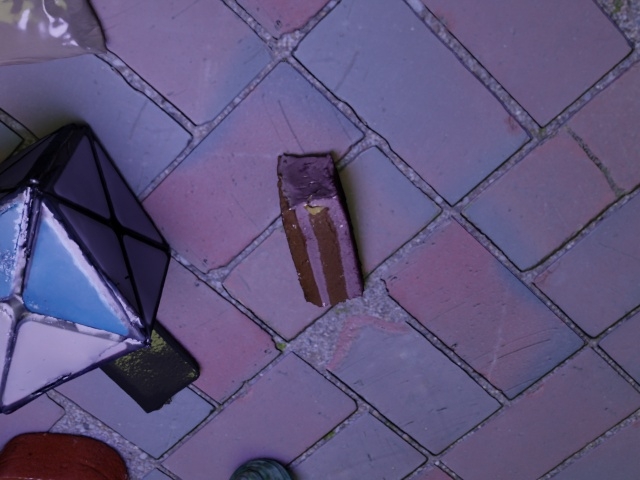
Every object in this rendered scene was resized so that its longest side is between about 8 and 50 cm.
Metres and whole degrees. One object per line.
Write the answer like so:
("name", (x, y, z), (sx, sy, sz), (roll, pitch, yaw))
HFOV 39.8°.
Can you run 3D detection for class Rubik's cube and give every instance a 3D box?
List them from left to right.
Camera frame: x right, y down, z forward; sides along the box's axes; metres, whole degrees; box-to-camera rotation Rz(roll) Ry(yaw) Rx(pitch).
("Rubik's cube", (-0.450, 0.038, 1.394), (0.307, 0.310, 0.305), (-26, 117, 10))

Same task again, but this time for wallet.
("wallet", (-0.341, 0.209, 1.641), (0.149, 0.044, 0.250), (-36, 113, 12))

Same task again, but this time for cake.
("cake", (-0.519, 0.487, 1.725), (0.283, 0.151, 0.177), (3, 122, 3))
("cake", (0.000, 0.000, 1.504), (0.116, 0.113, 0.295), (-11, 124, 7))

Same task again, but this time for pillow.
("pillow", (-0.473, -0.343, 1.328), (0.270, 0.067, 0.173), (-8, 124, 3))

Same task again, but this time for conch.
("conch", (-0.129, 0.523, 1.770), (0.176, 0.122, 0.188), (5, 117, 24))
